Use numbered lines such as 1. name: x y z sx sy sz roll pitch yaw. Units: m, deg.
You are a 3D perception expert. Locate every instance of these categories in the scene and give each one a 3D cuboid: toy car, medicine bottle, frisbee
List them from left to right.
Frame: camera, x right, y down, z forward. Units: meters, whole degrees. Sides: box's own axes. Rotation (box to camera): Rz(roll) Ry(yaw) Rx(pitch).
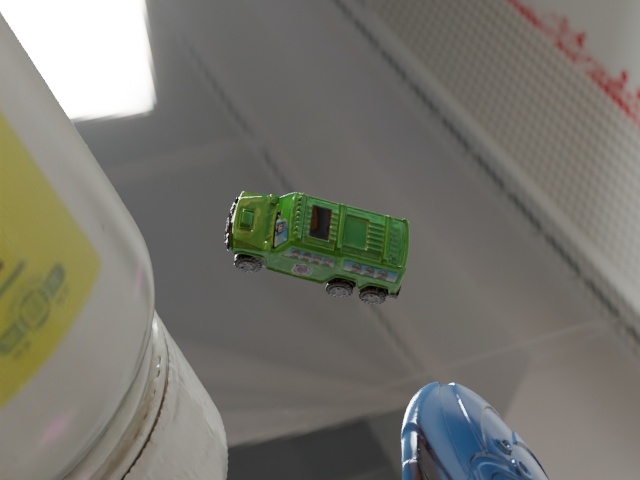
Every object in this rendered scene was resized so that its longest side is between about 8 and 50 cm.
1. medicine bottle: -0.129 0.000 0.427 0.143 0.143 0.258 52 -8 47
2. toy car: 0.000 0.000 1.394 0.062 0.165 0.071 121 -20 -55
3. frisbee: 0.123 0.188 0.914 0.242 0.045 0.242 49 23 -30
